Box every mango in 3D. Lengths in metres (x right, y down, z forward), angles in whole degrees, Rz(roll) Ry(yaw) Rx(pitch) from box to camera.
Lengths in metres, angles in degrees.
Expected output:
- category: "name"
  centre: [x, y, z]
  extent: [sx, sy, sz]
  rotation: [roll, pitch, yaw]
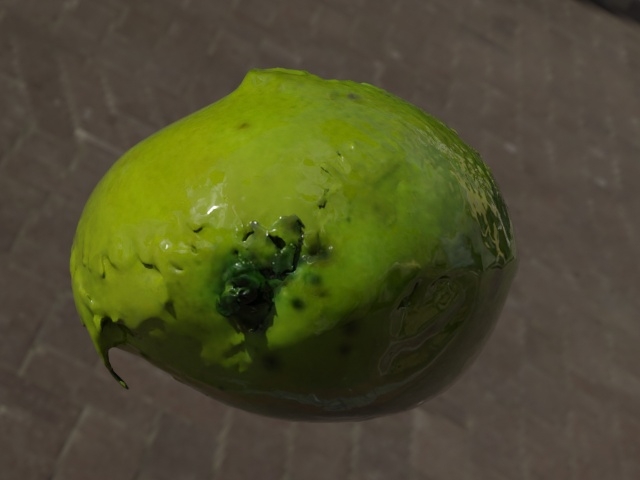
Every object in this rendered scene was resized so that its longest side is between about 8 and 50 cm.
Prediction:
- category: "mango"
  centre: [0.001, -0.001, 0.566]
  extent: [0.119, 0.100, 0.178]
  rotation: [19, 10, 22]
